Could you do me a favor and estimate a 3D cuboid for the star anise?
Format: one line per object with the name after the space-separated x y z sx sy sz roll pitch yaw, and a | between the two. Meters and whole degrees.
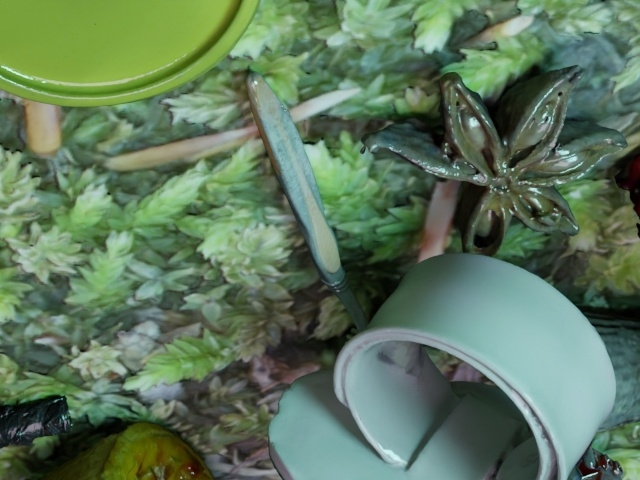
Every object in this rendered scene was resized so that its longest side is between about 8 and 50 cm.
0.145 -0.066 1.437 0.172 0.063 0.208 -31 132 14 | star anise

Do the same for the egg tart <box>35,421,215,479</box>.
-0.181 0.274 1.637 0.147 0.202 0.202 -23 138 25 | egg tart

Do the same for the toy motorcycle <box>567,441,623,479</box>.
0.217 0.196 1.725 0.122 0.082 0.213 -27 148 21 | toy motorcycle

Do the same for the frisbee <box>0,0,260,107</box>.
-0.154 -0.180 1.271 0.236 0.017 0.236 -6 138 -6 | frisbee

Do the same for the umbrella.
-0.282 0.166 1.602 0.144 0.040 0.037 -14 150 3 | umbrella

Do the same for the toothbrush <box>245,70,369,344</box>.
0.000 0.000 1.493 0.028 0.037 0.375 -47 142 -22 | toothbrush

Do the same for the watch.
0.090 0.129 1.475 0.244 0.196 0.231 29 143 14 | watch

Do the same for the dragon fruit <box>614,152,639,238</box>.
0.440 -0.014 1.424 0.329 0.286 0.228 -39 128 16 | dragon fruit

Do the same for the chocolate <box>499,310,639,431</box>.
0.272 0.112 1.623 0.248 0.110 0.110 -6 138 -15 | chocolate
